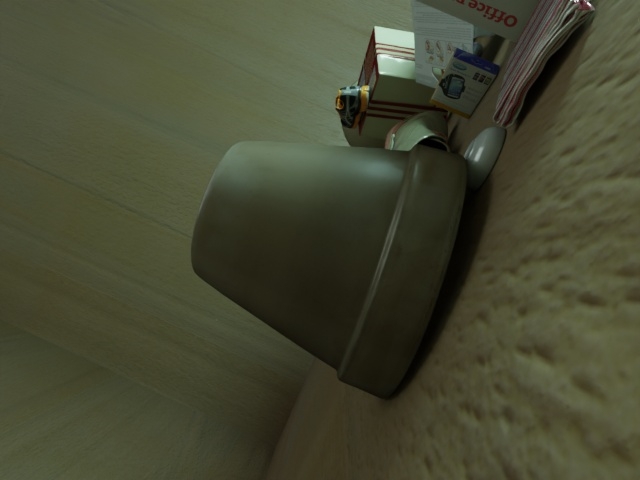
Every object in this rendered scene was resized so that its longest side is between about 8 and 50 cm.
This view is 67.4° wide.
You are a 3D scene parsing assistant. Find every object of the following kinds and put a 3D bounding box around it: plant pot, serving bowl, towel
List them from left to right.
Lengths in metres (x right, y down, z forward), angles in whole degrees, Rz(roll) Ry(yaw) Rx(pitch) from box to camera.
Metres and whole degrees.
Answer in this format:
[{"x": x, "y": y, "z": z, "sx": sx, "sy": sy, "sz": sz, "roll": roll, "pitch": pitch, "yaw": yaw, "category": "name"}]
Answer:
[{"x": 0.000, "y": 0.000, "z": 0.632, "sx": 0.323, "sy": 0.280, "sz": 0.324, "roll": 19, "pitch": -90, "yaw": -86, "category": "plant pot"}, {"x": 0.193, "y": -0.103, "z": 0.588, "sx": 0.083, "sy": 0.027, "sz": 0.084, "roll": 24, "pitch": -90, "yaw": -88, "category": "serving bowl"}, {"x": 0.248, "y": -0.229, "z": 0.532, "sx": 0.144, "sy": 0.029, "sz": 0.197, "roll": 110, "pitch": -173, "yaw": -50, "category": "towel"}]

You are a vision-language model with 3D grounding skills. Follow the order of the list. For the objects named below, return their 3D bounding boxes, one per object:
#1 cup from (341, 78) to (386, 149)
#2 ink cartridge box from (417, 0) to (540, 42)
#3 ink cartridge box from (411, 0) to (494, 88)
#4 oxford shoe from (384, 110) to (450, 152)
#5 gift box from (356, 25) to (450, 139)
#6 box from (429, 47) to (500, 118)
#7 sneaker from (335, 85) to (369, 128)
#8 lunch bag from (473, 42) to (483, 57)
[{"x": 0.268, "y": -0.437, "z": 1.653, "sx": 0.332, "sy": 0.330, "sz": 0.237, "roll": -66, "pitch": 22, "yaw": -6, "category": "cup"}, {"x": 0.265, "y": -0.470, "z": 0.667, "sx": 0.270, "sy": 0.198, "sz": 0.197, "roll": 111, "pitch": -177, "yaw": -50, "category": "ink cartridge box"}, {"x": 0.278, "y": -0.446, "z": 1.021, "sx": 0.275, "sy": 0.060, "sz": 0.239, "roll": -121, "pitch": 18, "yaw": -61, "category": "ink cartridge box"}, {"x": 0.203, "y": -0.157, "z": 0.935, "sx": 0.146, "sy": 0.140, "sz": 0.397, "roll": -26, "pitch": 23, "yaw": 43, "category": "oxford shoe"}, {"x": 0.251, "y": -0.410, "z": 1.360, "sx": 0.255, "sy": 0.257, "sz": 0.277, "roll": 109, "pitch": 164, "yaw": -59, "category": "gift box"}, {"x": 0.255, "y": -0.280, "z": 0.850, "sx": 0.136, "sy": 0.081, "sz": 0.028, "roll": 109, "pitch": -174, "yaw": -64, "category": "box"}, {"x": 0.078, "y": -0.379, "z": 1.347, "sx": 0.215, "sy": 0.083, "sz": 0.084, "roll": 127, "pitch": 146, "yaw": -78, "category": "sneaker"}, {"x": 0.360, "y": -0.444, "z": 1.179, "sx": 0.083, "sy": 0.053, "sz": 0.071, "roll": -105, "pitch": 37, "yaw": -80, "category": "lunch bag"}]
